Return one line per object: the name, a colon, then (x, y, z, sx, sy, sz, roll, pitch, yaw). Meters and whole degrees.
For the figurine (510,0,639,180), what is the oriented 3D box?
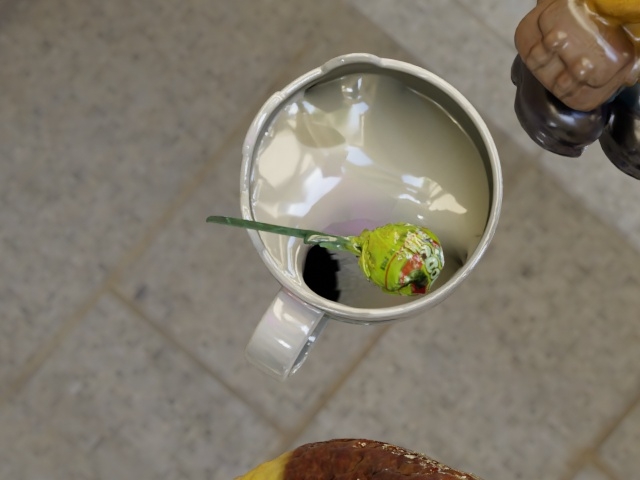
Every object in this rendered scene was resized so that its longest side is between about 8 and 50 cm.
figurine: (0.231, -0.192, 1.102, 0.332, 0.185, 0.205, -42, -138, 54)

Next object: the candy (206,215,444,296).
candy: (0.000, 0.000, 0.906, 0.035, 0.123, 0.035, -6, 108, -68)

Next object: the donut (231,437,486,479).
donut: (0.015, 0.166, 1.001, 0.295, 0.112, 0.151, -20, -150, 28)

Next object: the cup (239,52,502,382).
cup: (0.027, -0.007, 1.681, 0.290, 0.219, 0.257, -59, 175, -4)
